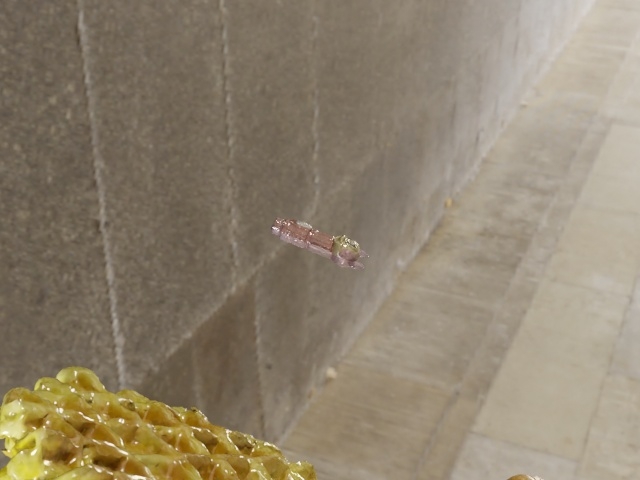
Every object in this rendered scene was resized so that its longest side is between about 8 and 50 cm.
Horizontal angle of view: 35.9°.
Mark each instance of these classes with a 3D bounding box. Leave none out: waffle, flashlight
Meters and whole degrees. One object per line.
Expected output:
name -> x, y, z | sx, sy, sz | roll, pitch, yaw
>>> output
waffle -> -0.088, 0.185, 0.723 | 0.060, 0.312, 0.307 | -65, -165, 5
flashlight -> 0.000, 0.000, 1.074 | 0.052, 0.110, 0.031 | -62, 173, -65

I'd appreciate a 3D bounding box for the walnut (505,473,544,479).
walnut -> 0.322, 0.443, 1.517 | 0.180, 0.144, 0.144 | -116, -162, -51
